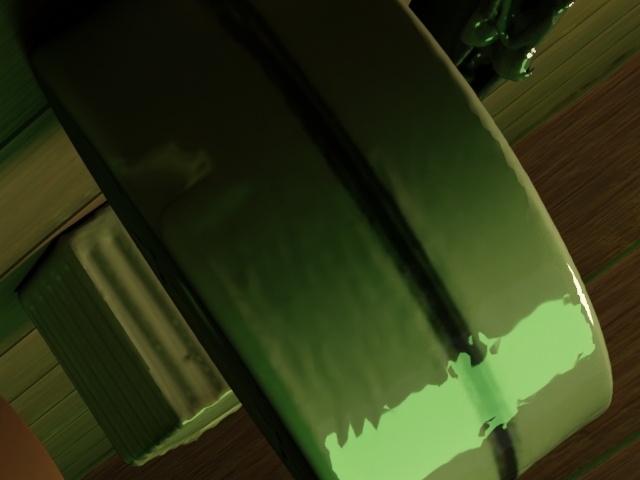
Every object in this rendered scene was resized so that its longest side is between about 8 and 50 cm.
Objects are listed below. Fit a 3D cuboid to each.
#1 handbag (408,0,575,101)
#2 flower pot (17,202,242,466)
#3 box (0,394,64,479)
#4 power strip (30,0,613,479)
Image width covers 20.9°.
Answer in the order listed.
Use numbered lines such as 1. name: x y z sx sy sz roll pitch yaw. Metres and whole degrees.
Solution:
1. handbag: 0.126 -0.179 1.088 0.260 0.079 0.247 -61 -171 -29
2. flower pot: -0.114 0.056 1.478 0.209 0.189 0.239 -37 174 21
3. box: -0.317 0.213 1.153 0.301 0.301 0.216 -40 -179 37
4. power strip: 0.000 0.000 0.943 0.161 0.357 0.357 -34 174 -7
